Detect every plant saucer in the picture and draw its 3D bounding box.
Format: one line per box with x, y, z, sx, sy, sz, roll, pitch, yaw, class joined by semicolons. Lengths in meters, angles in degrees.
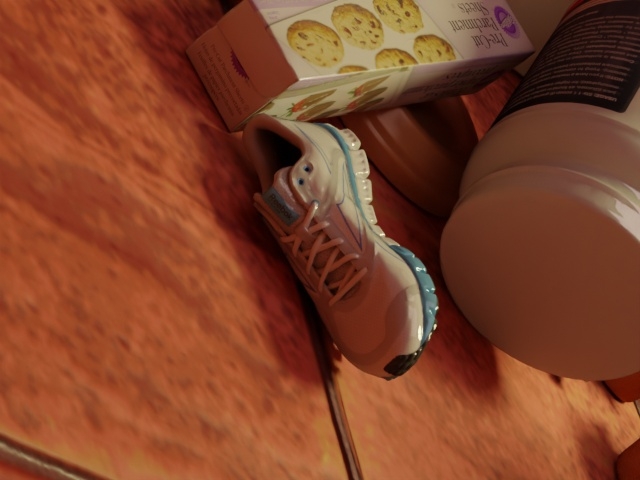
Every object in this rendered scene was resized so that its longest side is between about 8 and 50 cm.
0.060;-0.110;1.328;0.200;0.037;0.200;44;25;-27;plant saucer

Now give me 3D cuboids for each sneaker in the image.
0.000;0.000;1.026;0.083;0.071;0.190;22;32;-45;sneaker

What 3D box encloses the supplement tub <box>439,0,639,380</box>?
0.214;-0.051;1.264;0.191;0.191;0.272;50;48;-16;supplement tub

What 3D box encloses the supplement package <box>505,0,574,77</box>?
0.243;-0.265;1.733;0.293;0.177;0.175;27;36;-52;supplement package

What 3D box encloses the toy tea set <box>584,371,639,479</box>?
0.261;0.078;1.371;0.336;0.124;0.200;60;22;7;toy tea set

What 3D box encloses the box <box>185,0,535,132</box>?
0.037;-0.128;1.193;0.324;0.063;0.067;-14;73;-56;box
